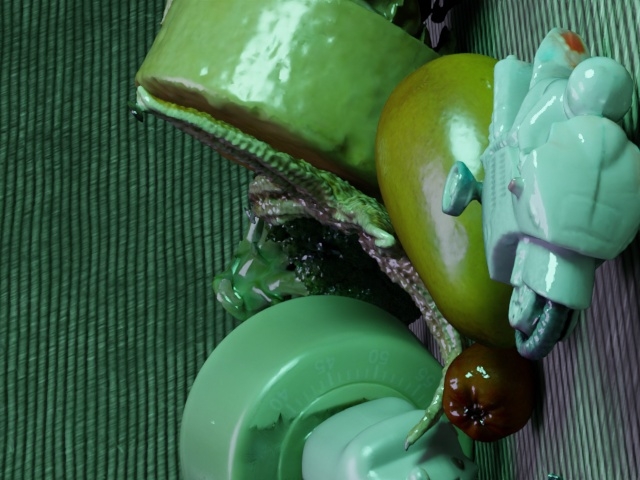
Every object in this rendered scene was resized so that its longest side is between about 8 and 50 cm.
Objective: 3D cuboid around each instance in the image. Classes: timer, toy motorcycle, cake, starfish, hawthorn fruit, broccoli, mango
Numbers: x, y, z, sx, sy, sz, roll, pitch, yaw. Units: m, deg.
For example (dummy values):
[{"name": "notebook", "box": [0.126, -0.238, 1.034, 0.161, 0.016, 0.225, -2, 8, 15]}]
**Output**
[{"name": "timer", "box": [0.047, 0.219, 1.761, 0.315, 0.290, 0.291, -159, 68, -67]}, {"name": "toy motorcycle", "box": [0.161, -0.050, 1.220, 0.260, 0.110, 0.171, -85, 16, -50]}, {"name": "cake", "box": [0.015, -0.219, 1.837, 0.332, 0.332, 0.321, 123, 170, -81]}, {"name": "starfish", "box": [0.000, 0.002, 1.686, 0.398, 0.132, 0.384, 49, -175, 29]}, {"name": "hawthorn fruit", "box": [0.145, 0.117, 1.539, 0.093, 0.081, 0.081, -52, -26, -46]}, {"name": "broccoli", "box": [0.000, 0.000, 2.067, 0.270, 0.270, 0.270, 45, -158, -25]}, {"name": "mango", "box": [0.120, -0.043, 1.434, 0.254, 0.139, 0.175, -107, 7, -49]}]

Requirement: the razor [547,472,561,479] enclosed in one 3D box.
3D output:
[{"name": "razor", "box": [0.178, 0.235, 1.353, 0.190, 0.033, 0.066, -111, 21, -75]}]
